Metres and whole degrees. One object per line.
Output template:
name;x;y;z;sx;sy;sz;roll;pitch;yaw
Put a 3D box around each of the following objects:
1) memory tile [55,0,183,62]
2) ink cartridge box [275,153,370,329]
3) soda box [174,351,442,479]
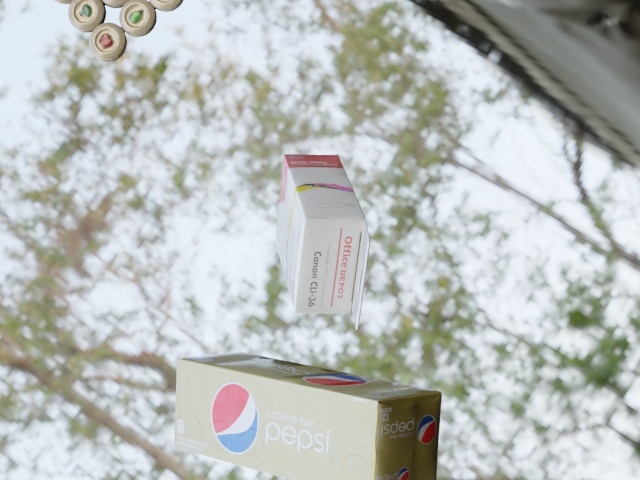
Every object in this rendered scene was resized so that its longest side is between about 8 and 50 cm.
memory tile;-0.207;-0.256;1.421;0.113;0.148;0.012;-39;-11;5
ink cartridge box;0.000;0.000;1.565;0.067;0.198;0.115;0;-63;-11
soda box;-0.012;0.112;0.920;0.058;0.181;0.061;-1;-84;-45
